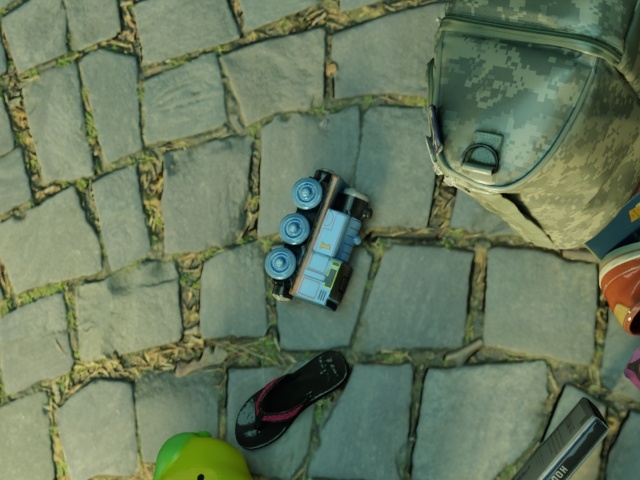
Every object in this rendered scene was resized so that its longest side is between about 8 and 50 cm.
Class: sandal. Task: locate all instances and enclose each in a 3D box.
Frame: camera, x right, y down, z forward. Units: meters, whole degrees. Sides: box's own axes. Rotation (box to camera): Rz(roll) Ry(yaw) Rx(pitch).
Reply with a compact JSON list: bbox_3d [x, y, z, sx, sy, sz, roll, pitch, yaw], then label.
[{"bbox_3d":[-0.044,0.202,2.062,0.179,0.040,0.067,-38,68,9],"label":"sandal"}]

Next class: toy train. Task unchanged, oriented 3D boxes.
[{"bbox_3d":[0.000,0.000,2.074,0.105,0.080,0.184,19,83,15],"label":"toy train"}]

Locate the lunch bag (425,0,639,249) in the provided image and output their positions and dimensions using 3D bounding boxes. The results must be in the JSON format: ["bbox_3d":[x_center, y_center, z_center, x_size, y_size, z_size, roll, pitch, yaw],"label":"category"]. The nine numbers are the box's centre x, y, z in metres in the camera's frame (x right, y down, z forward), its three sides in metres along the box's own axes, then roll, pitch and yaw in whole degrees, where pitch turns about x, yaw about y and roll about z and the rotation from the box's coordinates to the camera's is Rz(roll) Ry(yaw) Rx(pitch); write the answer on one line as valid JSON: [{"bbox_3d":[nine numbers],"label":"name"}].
[{"bbox_3d":[0.235,-0.139,1.669,0.212,0.305,0.256,12,81,26],"label":"lunch bag"}]

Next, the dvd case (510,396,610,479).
[{"bbox_3d":[0.244,0.289,1.859,0.029,0.179,0.239,41,95,3],"label":"dvd case"}]

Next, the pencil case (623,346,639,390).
[{"bbox_3d":[0.455,0.189,1.846,0.098,0.095,0.209,-35,64,-22],"label":"pencil case"}]

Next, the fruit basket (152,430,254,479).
[{"bbox_3d":[-0.128,0.417,1.945,0.392,0.283,0.392,1,95,14],"label":"fruit basket"}]

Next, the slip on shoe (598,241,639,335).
[{"bbox_3d":[0.489,0.041,1.833,0.331,0.123,0.101,-12,56,11],"label":"slip on shoe"}]

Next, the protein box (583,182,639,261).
[{"bbox_3d":[0.365,-0.089,1.882,0.201,0.200,0.136,-39,66,9],"label":"protein box"}]
